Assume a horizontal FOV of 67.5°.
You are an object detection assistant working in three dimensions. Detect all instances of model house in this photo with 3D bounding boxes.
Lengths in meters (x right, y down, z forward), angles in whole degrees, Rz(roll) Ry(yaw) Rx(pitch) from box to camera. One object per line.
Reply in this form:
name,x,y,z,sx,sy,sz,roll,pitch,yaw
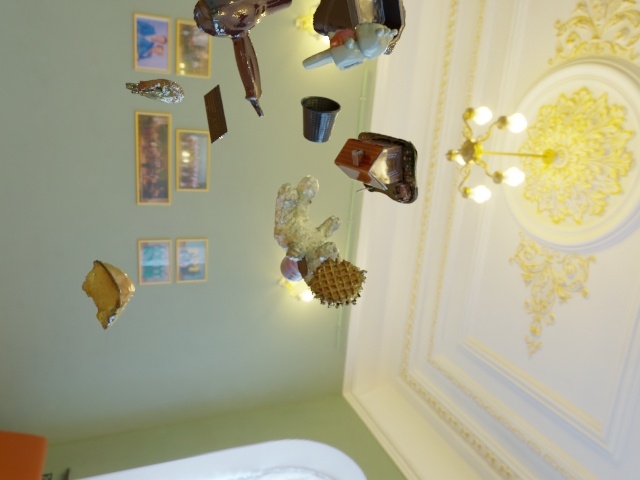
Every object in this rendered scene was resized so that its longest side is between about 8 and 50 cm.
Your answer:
model house,0.155,-0.215,1.497,0.294,0.154,0.207,31,-48,54

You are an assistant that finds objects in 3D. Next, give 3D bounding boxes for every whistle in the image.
whistle,0.074,-0.492,1.225,0.102,0.253,0.106,43,37,-58

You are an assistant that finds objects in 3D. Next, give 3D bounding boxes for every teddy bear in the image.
teddy bear,0.000,0.000,1.860,0.362,0.327,0.375,35,-52,24

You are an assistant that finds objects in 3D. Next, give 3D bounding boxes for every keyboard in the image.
keyboard,-0.294,-0.356,1.338,0.063,0.010,0.198,-29,-124,20

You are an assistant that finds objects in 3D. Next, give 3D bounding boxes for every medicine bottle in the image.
medicine bottle,-0.098,0.105,2.358,0.254,0.152,0.152,135,-50,-61

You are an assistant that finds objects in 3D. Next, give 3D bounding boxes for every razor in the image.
razor,0.152,-0.860,1.862,0.113,0.349,0.204,-6,115,-84

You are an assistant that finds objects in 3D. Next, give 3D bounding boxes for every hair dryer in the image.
hair dryer,-0.173,-0.518,1.314,0.123,0.312,0.341,7,-62,42

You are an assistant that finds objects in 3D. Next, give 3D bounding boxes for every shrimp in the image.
shrimp,-0.625,-0.577,1.817,0.115,0.217,0.051,118,-27,-50

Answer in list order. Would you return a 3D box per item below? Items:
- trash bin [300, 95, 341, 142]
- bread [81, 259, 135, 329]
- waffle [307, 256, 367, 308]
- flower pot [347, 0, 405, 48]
trash bin,-0.007,-0.509,2.050,0.175,0.175,0.161,-119,-150,-48
bread,-0.756,0.197,1.762,0.251,0.133,0.174,43,-74,33
waffle,0.056,0.150,1.691,0.070,0.197,0.193,86,24,-53
flower pot,0.152,-0.688,1.413,0.084,0.179,0.251,39,-19,37
